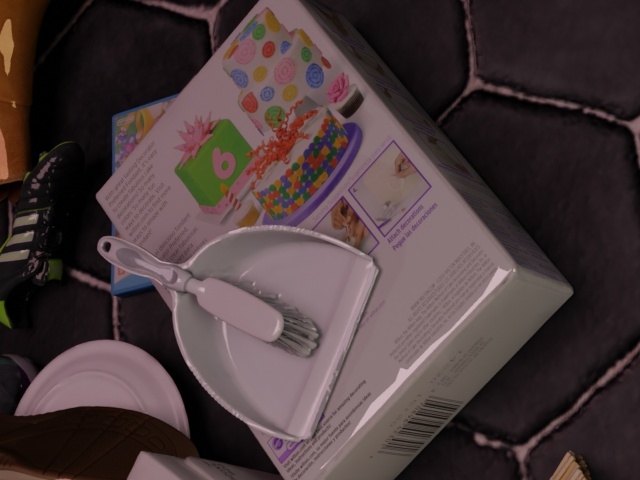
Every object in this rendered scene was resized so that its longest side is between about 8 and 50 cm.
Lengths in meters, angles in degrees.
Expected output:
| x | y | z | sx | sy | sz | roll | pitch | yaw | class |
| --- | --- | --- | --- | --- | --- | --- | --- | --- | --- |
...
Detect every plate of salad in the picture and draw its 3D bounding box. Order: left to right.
| x | y | z | sx | sy | sz | roll | pitch | yaw | class |
| --- | --- | --- | --- | --- | --- | --- | --- | --- | --- |
| -0.182 | 0.182 | 1.494 | 0.200 | 0.048 | 0.199 | -9 | 73 | 31 | plate of salad |

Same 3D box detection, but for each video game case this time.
| x | y | z | sx | sy | sz | roll | pitch | yaw | class |
| --- | --- | --- | --- | --- | --- | --- | --- | --- | --- |
| -0.132 | -0.042 | 1.542 | 0.119 | 0.015 | 0.166 | -14 | 69 | 35 | video game case |

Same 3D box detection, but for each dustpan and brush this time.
| x | y | z | sx | sy | sz | roll | pitch | yaw | class |
| --- | --- | --- | --- | --- | --- | --- | --- | --- | --- |
| -0.076 | 0.041 | 1.310 | 0.211 | 0.060 | 0.147 | 24 | 95 | 37 | dustpan and brush |

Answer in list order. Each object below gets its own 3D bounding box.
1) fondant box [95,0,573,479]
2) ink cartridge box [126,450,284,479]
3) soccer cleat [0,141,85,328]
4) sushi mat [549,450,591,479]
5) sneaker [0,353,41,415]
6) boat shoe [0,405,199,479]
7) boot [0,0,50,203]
| x | y | z | sx | sy | sz | roll | pitch | yaw | class |
| --- | --- | --- | --- | --- | --- | --- | --- | --- | --- |
| 0.000 | 0.000 | 1.362 | 0.238 | 0.096 | 0.330 | -48 | 58 | 18 | fondant box |
| -0.073 | 0.298 | 1.296 | 0.171 | 0.168 | 0.232 | 32 | 98 | 39 | ink cartridge box |
| -0.247 | -0.003 | 1.600 | 0.072 | 0.060 | 0.179 | 40 | 109 | 29 | soccer cleat |
| 0.095 | 0.294 | 1.201 | 0.316 | 0.019 | 0.151 | -55 | 16 | 9 | sushi mat |
| -0.308 | 0.203 | 1.557 | 0.083 | 0.098 | 0.223 | -4 | 75 | 38 | sneaker |
| -0.220 | 0.199 | 1.435 | 0.302 | 0.109 | 0.098 | -2 | 114 | 29 | boat shoe |
| -0.282 | -0.153 | 1.640 | 0.295 | 0.104 | 0.211 | -33 | 64 | 39 | boot |
